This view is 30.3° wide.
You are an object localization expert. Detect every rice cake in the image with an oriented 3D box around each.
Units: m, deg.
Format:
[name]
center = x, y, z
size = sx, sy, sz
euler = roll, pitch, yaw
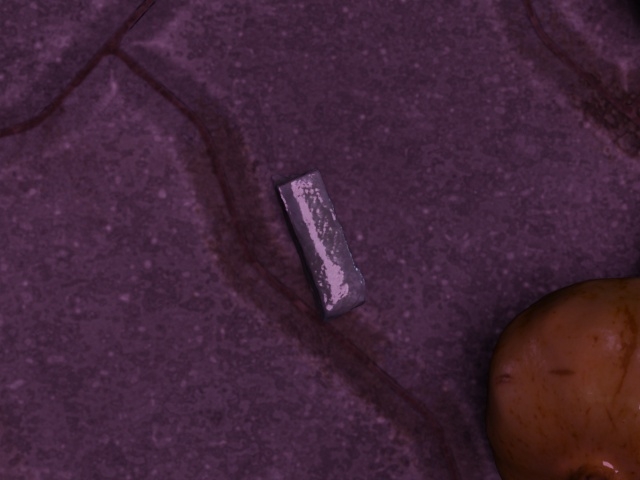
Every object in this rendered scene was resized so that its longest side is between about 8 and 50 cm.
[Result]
[rice cake]
center = 0.000, 0.001, 1.538
size = 0.069, 0.063, 0.206
euler = -18, 89, -7

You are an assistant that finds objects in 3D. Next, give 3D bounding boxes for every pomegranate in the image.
[pomegranate]
center = 0.346, 0.213, 1.410
size = 0.342, 0.342, 0.342
euler = 0, 87, -5
